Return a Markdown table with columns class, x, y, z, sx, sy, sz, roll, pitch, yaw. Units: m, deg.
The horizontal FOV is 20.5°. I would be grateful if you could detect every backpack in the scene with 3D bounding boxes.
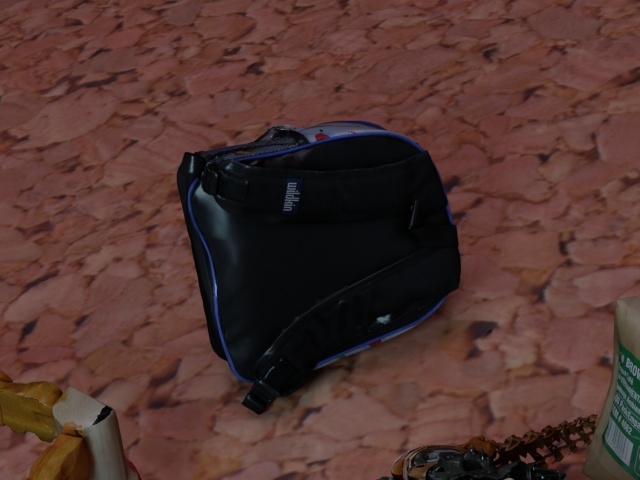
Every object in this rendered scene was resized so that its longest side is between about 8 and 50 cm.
| class | x | y | z | sx | sy | sz | roll | pitch | yaw |
| --- | --- | --- | --- | --- | --- | --- | --- | --- | --- |
| backpack | 0.000 | 0.000 | 1.807 | 0.263 | 0.276 | 0.213 | -13 | 18 | -7 |

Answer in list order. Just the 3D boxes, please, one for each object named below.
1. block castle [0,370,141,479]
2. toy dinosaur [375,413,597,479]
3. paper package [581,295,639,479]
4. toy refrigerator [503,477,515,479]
| class | x | y | z | sx | sy | sz | roll | pitch | yaw |
| --- | --- | --- | --- | --- | --- | --- | --- | --- | --- |
| block castle | -0.369 | 0.308 | 1.481 | 0.303 | 0.213 | 0.453 | 14 | 46 | 18 |
| toy dinosaur | 0.101 | 0.227 | 1.500 | 0.322 | 0.164 | 0.218 | -48 | 25 | -13 |
| paper package | 0.420 | 0.166 | 1.367 | 0.309 | 0.168 | 0.325 | -5 | 26 | -29 |
| toy refrigerator | 0.124 | 0.301 | 1.238 | 0.102 | 0.269 | 0.094 | -25 | 38 | -17 |
